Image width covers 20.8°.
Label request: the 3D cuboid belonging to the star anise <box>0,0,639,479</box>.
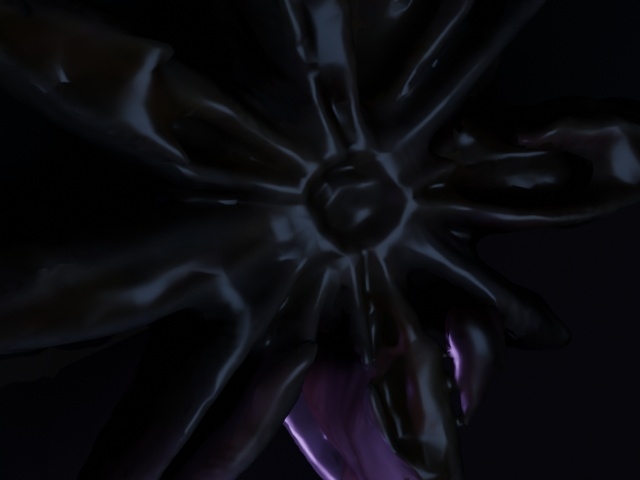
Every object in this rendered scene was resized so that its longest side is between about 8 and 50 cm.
[{"bbox_3d":[0.000,0.001,0.419,0.209,0.089,0.231,-2,104,-18],"label":"star anise"}]
